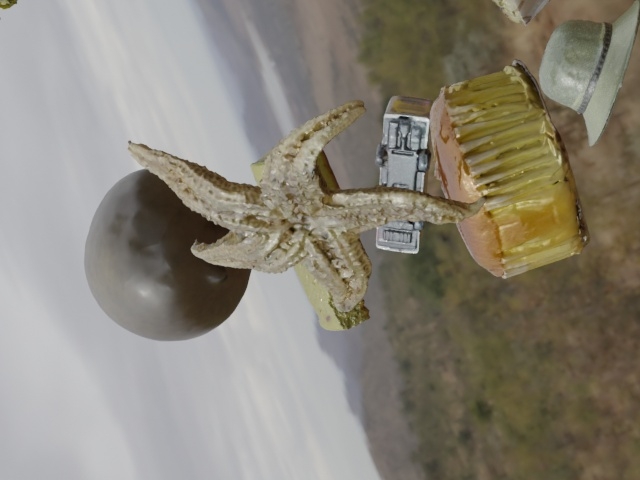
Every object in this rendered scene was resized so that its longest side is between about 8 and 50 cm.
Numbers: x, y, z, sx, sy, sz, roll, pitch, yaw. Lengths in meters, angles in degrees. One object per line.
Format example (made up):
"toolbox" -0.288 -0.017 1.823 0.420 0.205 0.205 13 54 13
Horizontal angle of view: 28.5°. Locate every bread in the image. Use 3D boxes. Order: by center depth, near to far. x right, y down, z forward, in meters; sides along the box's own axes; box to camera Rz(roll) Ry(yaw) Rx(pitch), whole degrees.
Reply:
"bread" 0.156 -0.056 1.083 0.132 0.114 0.190 -105 -3 -45
"bread" 0.000 0.000 1.420 0.088 0.049 0.226 -8 112 45

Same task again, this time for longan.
"longan" -0.250 0.021 2.056 0.297 0.297 0.297 157 90 -89

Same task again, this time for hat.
"hat" 0.442 -0.301 2.135 0.257 0.130 0.257 18 -90 -86

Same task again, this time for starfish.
"starfish" -0.015 -0.019 0.967 0.235 0.277 0.062 90 -172 -53

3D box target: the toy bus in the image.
"toy bus" 0.140 -0.109 2.101 0.106 0.092 0.268 -70 -15 -51

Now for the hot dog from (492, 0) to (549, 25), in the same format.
"hot dog" 0.173 -0.327 1.319 0.268 0.075 0.144 38 -149 -51

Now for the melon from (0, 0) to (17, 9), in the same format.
"melon" -0.428 -0.237 1.300 0.169 0.265 0.129 7 149 47
